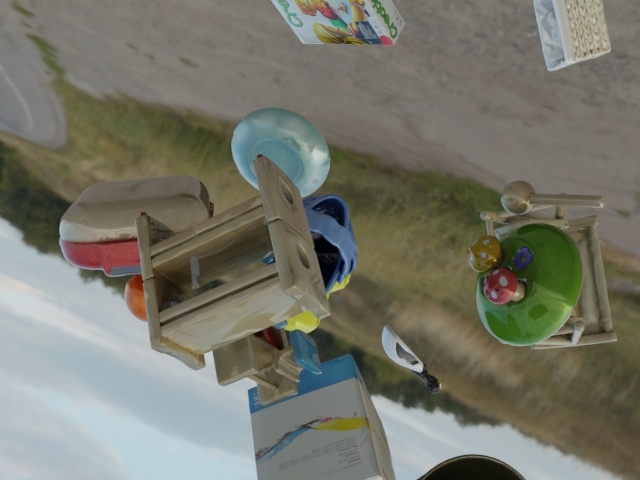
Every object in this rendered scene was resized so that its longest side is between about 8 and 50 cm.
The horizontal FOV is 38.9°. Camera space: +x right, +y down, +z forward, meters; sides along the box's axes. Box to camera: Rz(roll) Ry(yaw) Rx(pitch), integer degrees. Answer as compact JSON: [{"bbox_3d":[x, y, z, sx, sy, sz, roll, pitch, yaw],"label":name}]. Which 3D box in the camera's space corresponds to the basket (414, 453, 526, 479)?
[{"bbox_3d":[0.080,0.322,0.873,0.154,0.204,0.227,56,136,9],"label":"basket"}]

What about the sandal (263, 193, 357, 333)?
[{"bbox_3d":[0.000,0.000,1.168,0.126,0.138,0.317,26,-159,-3],"label":"sandal"}]

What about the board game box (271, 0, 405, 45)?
[{"bbox_3d":[-0.021,-0.414,1.361,0.193,0.053,0.305,11,155,41],"label":"board game box"}]

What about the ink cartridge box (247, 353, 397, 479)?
[{"bbox_3d":[0.012,0.372,1.503,0.270,0.197,0.198,-104,-7,-53],"label":"ink cartridge box"}]

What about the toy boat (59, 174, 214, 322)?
[{"bbox_3d":[-0.186,0.014,0.970,0.151,0.151,0.231,-5,-167,-4],"label":"toy boat"}]

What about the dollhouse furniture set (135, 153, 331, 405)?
[{"bbox_3d":[-0.049,0.041,0.783,0.129,0.128,0.184,-24,148,16],"label":"dollhouse furniture set"}]

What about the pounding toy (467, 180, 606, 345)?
[{"bbox_3d":[0.272,0.023,1.278,0.110,0.236,0.183,21,177,-33],"label":"pounding toy"}]

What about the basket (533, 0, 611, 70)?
[{"bbox_3d":[0.504,-0.436,1.816,0.103,0.167,0.113,-14,-176,-4],"label":"basket"}]

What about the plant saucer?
[{"bbox_3d":[-0.080,-0.152,1.687,0.195,0.195,0.037,25,-143,1],"label":"plant saucer"}]

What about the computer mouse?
[{"bbox_3d":[0.173,0.240,1.845,0.193,0.042,0.106,48,-178,-35],"label":"computer mouse"}]

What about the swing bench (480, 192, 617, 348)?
[{"bbox_3d":[0.438,0.069,1.722,0.165,0.253,0.255,-13,164,28],"label":"swing bench"}]
